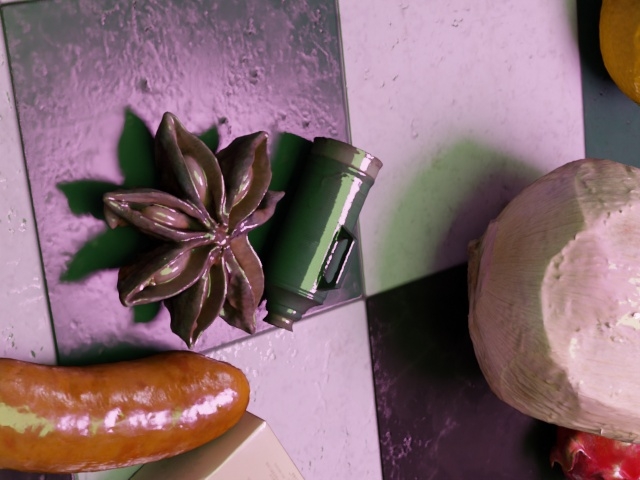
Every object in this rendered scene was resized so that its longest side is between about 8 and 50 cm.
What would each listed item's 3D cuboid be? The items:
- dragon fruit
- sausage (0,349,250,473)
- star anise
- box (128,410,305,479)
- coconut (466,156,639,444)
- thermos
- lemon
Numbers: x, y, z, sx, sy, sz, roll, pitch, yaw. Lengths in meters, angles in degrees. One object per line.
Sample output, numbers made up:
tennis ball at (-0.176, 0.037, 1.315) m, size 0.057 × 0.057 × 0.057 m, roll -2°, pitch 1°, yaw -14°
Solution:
dragon fruit at (0.343, 0.229, 1.543) m, size 0.136 × 0.133 × 0.165 m, roll 8°, pitch 95°, yaw -32°
sausage at (-0.183, 0.147, 1.131) m, size 0.271 × 0.109 × 0.108 m, roll -2°, pitch 100°, yaw -37°
star anise at (-0.119, -0.010, 1.169) m, size 0.197 × 0.073 × 0.212 m, roll 17°, pitch 85°, yaw -43°
box at (-0.085, 0.288, 1.238) m, size 0.168 × 0.095 × 0.212 m, roll -44°, pitch 122°, yaw -25°
coconut at (0.285, 0.060, 1.371) m, size 0.255 × 0.297 × 0.297 m, roll 20°, pitch 85°, yaw -11°
thermos at (-0.002, 0.000, 1.259) m, size 0.073 × 0.083 × 0.187 m, roll 50°, pitch 62°, yaw -80°
lemon at (0.414, -0.238, 1.470) m, size 0.192 × 0.192 × 0.231 m, roll -44°, pitch 131°, yaw -24°
